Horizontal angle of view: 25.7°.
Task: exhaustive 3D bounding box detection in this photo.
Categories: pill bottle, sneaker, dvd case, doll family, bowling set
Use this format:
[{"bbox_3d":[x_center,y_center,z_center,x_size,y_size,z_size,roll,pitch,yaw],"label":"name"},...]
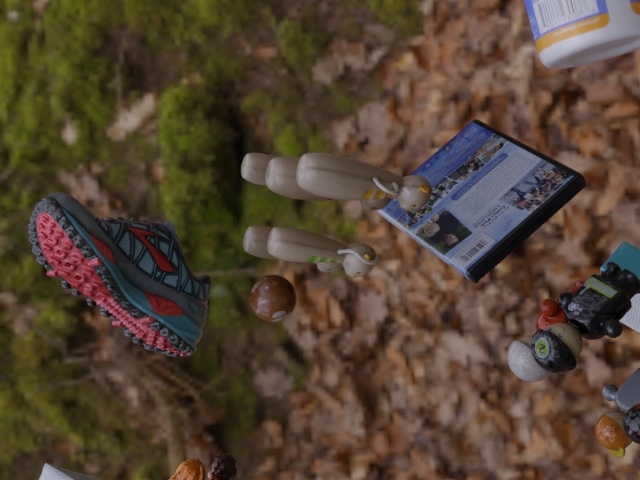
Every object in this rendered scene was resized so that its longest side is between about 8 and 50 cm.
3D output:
[{"bbox_3d":[0.285,-0.340,1.554,0.152,0.152,0.272,149,108,-78],"label":"pill bottle"},{"bbox_3d":[-0.220,0.018,1.581,0.262,0.104,0.125,48,-128,-37],"label":"sneaker"},{"bbox_3d":[0.191,-0.055,1.726,0.022,0.180,0.253,53,173,-30],"label":"dvd case"},{"bbox_3d":[-0.146,0.375,1.795,0.263,0.118,0.163,-122,34,-56],"label":"doll family"},{"bbox_3d":[0.000,0.000,1.626,0.287,0.154,0.199,-160,81,-70],"label":"bowling set"}]

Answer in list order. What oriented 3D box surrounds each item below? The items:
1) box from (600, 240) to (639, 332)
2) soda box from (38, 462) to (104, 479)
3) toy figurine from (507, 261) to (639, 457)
[{"bbox_3d":[0.491,0.104,1.884,0.244,0.060,0.100,32,154,25],"label":"box"},{"bbox_3d":[-0.109,0.223,0.995,0.074,0.216,0.069,17,82,44],"label":"soda box"},{"bbox_3d":[0.339,0.149,1.653,0.209,0.148,0.213,45,168,2],"label":"toy figurine"}]
